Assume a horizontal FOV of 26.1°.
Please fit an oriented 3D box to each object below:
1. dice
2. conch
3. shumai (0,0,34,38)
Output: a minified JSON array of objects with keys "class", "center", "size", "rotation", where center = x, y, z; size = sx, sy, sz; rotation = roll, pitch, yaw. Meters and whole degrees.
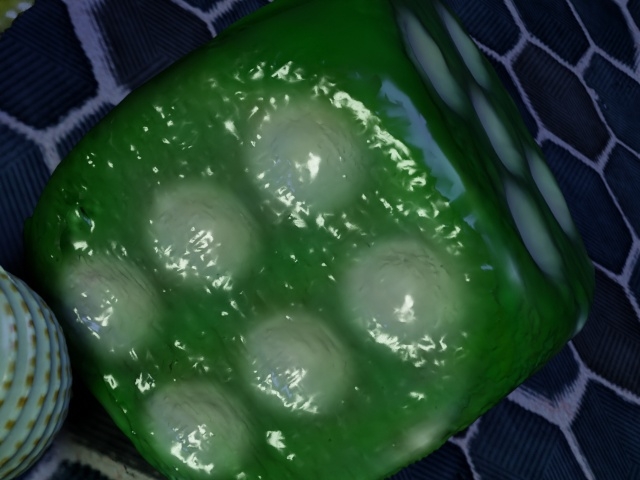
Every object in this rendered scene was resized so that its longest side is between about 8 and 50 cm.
[{"class":"dice","center":[0.000,0.000,0.953],"size":[0.287,0.297,0.300],"rotation":[57,19,-1]},{"class":"conch","center":[-0.223,0.075,0.827],"size":[0.131,0.200,0.172],"rotation":[-28,65,-19]},{"class":"shumai","center":[-0.350,-0.150,0.711],"size":[0.395,0.348,0.395],"rotation":[24,46,-27]}]
